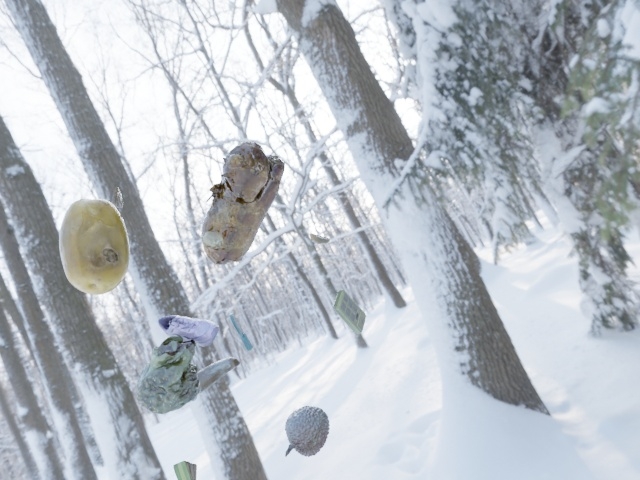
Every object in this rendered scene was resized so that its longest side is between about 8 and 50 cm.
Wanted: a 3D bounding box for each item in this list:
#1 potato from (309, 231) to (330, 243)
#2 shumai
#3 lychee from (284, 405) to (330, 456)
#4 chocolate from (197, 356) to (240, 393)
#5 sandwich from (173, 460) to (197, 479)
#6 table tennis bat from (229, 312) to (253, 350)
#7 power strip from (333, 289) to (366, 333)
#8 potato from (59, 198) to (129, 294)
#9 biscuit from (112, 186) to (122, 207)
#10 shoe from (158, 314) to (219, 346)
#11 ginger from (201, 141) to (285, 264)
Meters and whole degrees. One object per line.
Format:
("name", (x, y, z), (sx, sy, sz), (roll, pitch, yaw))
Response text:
("potato", (-0.001, 0.001, 1.706), (0.036, 0.093, 0.037), (-126, 55, -65))
("shumai", (-0.524, 0.448, 1.437), (0.255, 0.218, 0.189), (12, 8, 42))
("lychee", (-0.055, 0.680, 1.481), (0.197, 0.165, 0.165), (-38, -8, -9))
("chocolate", (-0.474, 0.580, 1.812), (0.254, 0.080, 0.157), (-33, -10, -20))
("sandwich", (-0.571, 0.999, 1.746), (0.074, 0.116, 0.074), (-29, -48, 12))
("table tennis bat", (-0.379, 0.435, 1.984), (0.033, 0.201, 0.124), (-28, 4, -7))
("power strip", (0.097, 0.227, 1.306), (0.028, 0.169, 0.076), (-10, 45, 35))
("potato", (-0.535, 0.014, 0.994), (0.150, 0.234, 0.146), (1, -13, -34))
("biscuit", (-0.758, -0.155, 1.559), (0.016, 0.082, 0.092), (-6, 20, -10))
("shoe", (-0.487, 0.323, 1.537), (0.244, 0.095, 0.137), (-9, -40, 34))
("ginger", (-0.267, -0.123, 1.318), (0.419, 0.176, 0.254), (-62, -26, -3))
